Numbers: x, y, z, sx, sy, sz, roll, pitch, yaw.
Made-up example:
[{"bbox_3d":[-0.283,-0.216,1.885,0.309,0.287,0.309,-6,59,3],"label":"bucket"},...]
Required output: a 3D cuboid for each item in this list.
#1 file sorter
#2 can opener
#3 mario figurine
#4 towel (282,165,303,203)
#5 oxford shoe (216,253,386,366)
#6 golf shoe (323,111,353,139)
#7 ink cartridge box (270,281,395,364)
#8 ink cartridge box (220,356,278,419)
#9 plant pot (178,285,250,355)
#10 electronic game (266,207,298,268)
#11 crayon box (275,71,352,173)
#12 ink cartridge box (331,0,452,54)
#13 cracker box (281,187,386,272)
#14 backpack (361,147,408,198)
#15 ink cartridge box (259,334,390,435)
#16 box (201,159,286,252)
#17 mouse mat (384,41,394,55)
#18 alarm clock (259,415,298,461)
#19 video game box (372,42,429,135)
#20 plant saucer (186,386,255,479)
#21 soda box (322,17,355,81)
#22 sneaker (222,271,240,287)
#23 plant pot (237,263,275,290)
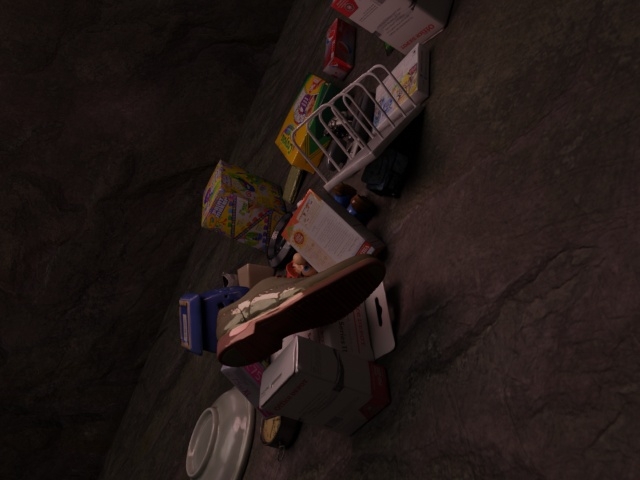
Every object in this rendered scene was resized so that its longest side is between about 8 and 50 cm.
[{"bbox_3d":[0.091,-0.295,1.423,0.193,0.173,0.278,-30,13,48],"label":"file sorter"},{"bbox_3d":[0.102,-0.333,1.725,0.074,0.093,0.280,-16,49,64],"label":"can opener"},{"bbox_3d":[0.000,0.000,1.519,0.321,0.170,0.198,-60,20,13],"label":"mario figurine"},{"bbox_3d":[-0.104,-0.216,2.146,0.110,0.027,0.148,36,110,67],"label":"towel"},{"bbox_3d":[-0.057,0.113,1.177,0.396,0.140,0.147,-27,50,7],"label":"oxford shoe"},{"bbox_3d":[0.070,-0.390,1.864,0.198,0.077,0.094,12,80,67],"label":"golf shoe"},{"bbox_3d":[0.010,0.213,1.304,0.353,0.119,0.207,-43,45,46],"label":"ink cartridge box"},{"bbox_3d":[-0.132,0.279,1.463,0.065,0.186,0.311,-25,24,26],"label":"ink cartridge box"},{"bbox_3d":[-0.369,0.282,1.955,0.236,0.212,0.236,172,96,-64],"label":"plant pot"},{"bbox_3d":[-0.125,-0.009,1.982,0.229,0.048,0.229,-50,26,35],"label":"electronic game"},{"bbox_3d":[-0.038,-0.454,2.135,0.313,0.106,0.363,-62,22,14],"label":"crayon box"},{"bbox_3d":[0.200,-0.663,1.563,0.197,0.272,0.114,-15,52,63],"label":"ink cartridge box"},{"bbox_3d":[0.029,0.000,1.408,0.232,0.067,0.156,45,118,20],"label":"cracker box"},{"bbox_3d":[0.163,-0.176,1.423,0.114,0.084,0.105,-65,24,-2],"label":"backpack"},{"bbox_3d":[0.006,0.299,1.144,0.158,0.217,0.092,-51,27,34],"label":"ink cartridge box"},{"bbox_3d":[-0.303,-0.140,2.215,0.177,0.279,0.290,-58,23,22],"label":"box"},{"bbox_3d":[0.262,-0.699,1.811,0.190,0.007,0.153,-52,26,36],"label":"mouse mat"},{"bbox_3d":[-0.101,0.476,1.431,0.129,0.064,0.192,-56,21,26],"label":"alarm clock"},{"bbox_3d":[0.223,-0.413,1.566,0.205,0.048,0.187,-40,33,50],"label":"video game box"},{"bbox_3d":[-0.334,0.642,1.769,0.400,0.100,0.401,-48,29,38],"label":"plant saucer"},{"bbox_3d":[0.074,-0.737,2.168,0.083,0.092,0.263,-44,31,46],"label":"soda box"},{"bbox_3d":[-0.365,0.251,2.196,0.105,0.115,0.281,-46,30,42],"label":"sneaker"},{"bbox_3d":[-0.231,0.148,2.015,0.109,0.109,0.096,-30,55,57],"label":"plant pot"}]
